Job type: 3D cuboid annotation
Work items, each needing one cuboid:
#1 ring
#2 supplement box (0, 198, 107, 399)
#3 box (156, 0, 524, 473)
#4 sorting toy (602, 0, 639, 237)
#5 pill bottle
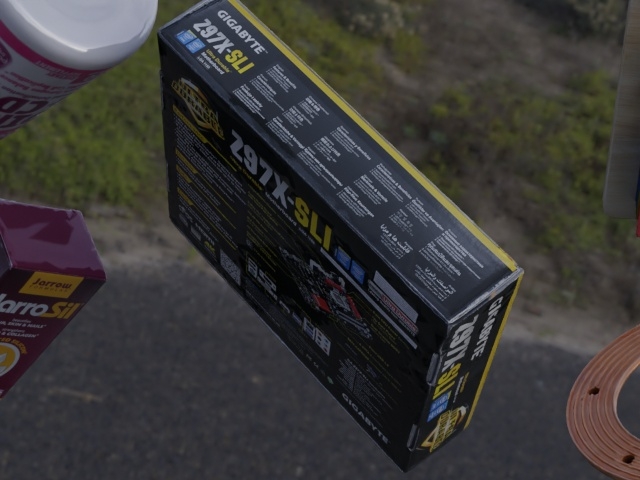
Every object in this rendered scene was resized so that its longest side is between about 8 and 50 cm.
[{"bbox_3d":[0.447,0.175,1.546,0.336,0.032,0.337,-19,26,9],"label":"ring"},{"bbox_3d":[-0.286,0.055,1.178,0.104,0.188,0.081,11,43,-47],"label":"supplement box"},{"bbox_3d":[0.000,0.000,1.053,0.079,0.257,0.322,-34,65,-24],"label":"box"},{"bbox_3d":[0.383,-0.108,1.148,0.257,0.256,0.089,5,32,8],"label":"sorting toy"},{"bbox_3d":[-0.275,-0.170,1.119,0.160,0.160,0.283,1,-17,-43],"label":"pill bottle"}]
